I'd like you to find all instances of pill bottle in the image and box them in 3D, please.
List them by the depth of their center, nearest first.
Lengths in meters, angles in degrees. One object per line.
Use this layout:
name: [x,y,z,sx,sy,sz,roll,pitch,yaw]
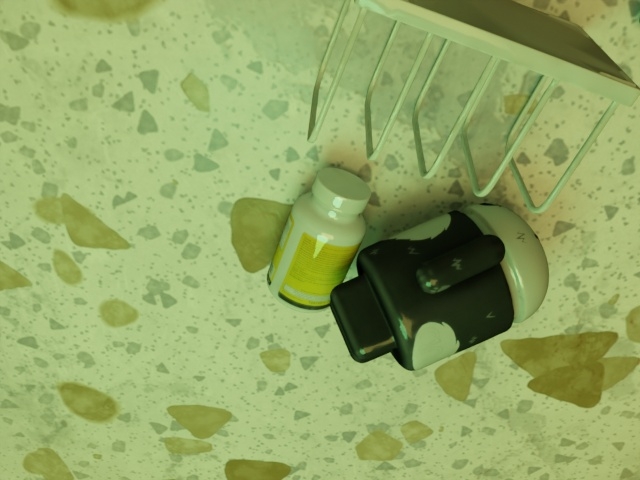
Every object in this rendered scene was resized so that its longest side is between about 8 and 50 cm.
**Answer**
pill bottle: [0.000,0.000,0.849,0.103,0.103,0.184,17,123,-10]

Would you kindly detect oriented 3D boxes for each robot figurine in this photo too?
robot figurine: [0.152,0.057,0.822,0.278,0.209,0.174,-23,115,-5]

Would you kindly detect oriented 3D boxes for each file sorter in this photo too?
file sorter: [0.141,-0.168,0.683,0.277,0.193,0.173,17,125,-9]
